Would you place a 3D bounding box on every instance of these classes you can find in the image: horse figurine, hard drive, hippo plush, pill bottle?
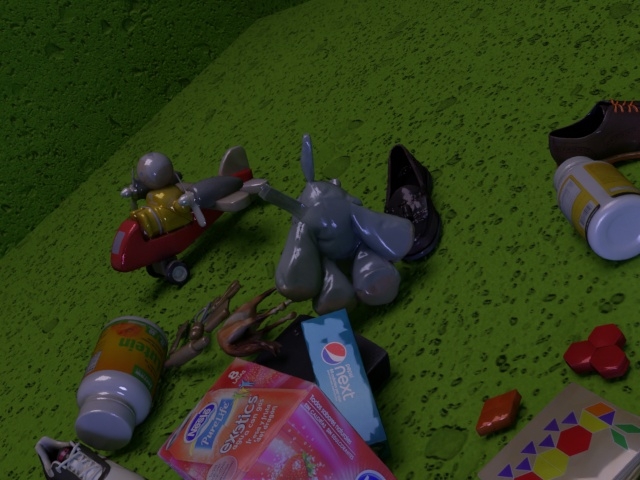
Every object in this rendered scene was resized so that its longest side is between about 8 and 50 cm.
[{"bbox_3d":[-0.121,0.150,1.363,0.174,0.066,0.263,-32,12,7],"label":"horse figurine"},{"bbox_3d":[-0.009,0.212,1.229,0.172,0.054,0.255,-44,28,-19],"label":"hard drive"},{"bbox_3d":[0.000,0.000,1.366,0.234,0.294,0.236,-52,10,-4],"label":"hippo plush"},{"bbox_3d":[0.414,-0.056,1.143,0.103,0.103,0.184,-29,28,10],"label":"pill bottle"},{"bbox_3d":[-0.376,0.268,1.451,0.136,0.136,0.245,-25,29,17],"label":"pill bottle"}]

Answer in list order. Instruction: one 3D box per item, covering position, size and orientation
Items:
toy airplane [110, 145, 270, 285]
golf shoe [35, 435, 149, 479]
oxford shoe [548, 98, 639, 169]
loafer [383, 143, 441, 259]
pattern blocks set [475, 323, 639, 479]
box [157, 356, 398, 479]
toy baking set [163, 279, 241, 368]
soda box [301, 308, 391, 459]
[{"bbox_3d":[-0.320,-0.111,1.848,0.386,0.272,0.384,-24,28,19],"label":"toy airplane"},{"bbox_3d":[-0.385,0.398,1.276,0.273,0.120,0.105,-2,40,44],"label":"golf shoe"},{"bbox_3d":[0.508,-0.191,1.258,0.271,0.098,0.097,-26,29,16],"label":"oxford shoe"},{"bbox_3d":[0.159,-0.079,1.464,0.109,0.095,0.302,-24,29,19],"label":"loafer"},{"bbox_3d":[0.288,0.247,0.879,0.325,0.026,0.285,-36,27,-4],"label":"pattern blocks set"},{"bbox_3d":[-0.013,0.285,0.850,0.154,0.300,0.142,5,49,53],"label":"box"},{"bbox_3d":[-0.232,0.171,1.516,0.256,0.030,0.196,-36,15,41],"label":"toy baking set"},{"bbox_3d":[0.034,0.206,1.080,0.071,0.067,0.210,-17,54,0],"label":"soda box"}]
